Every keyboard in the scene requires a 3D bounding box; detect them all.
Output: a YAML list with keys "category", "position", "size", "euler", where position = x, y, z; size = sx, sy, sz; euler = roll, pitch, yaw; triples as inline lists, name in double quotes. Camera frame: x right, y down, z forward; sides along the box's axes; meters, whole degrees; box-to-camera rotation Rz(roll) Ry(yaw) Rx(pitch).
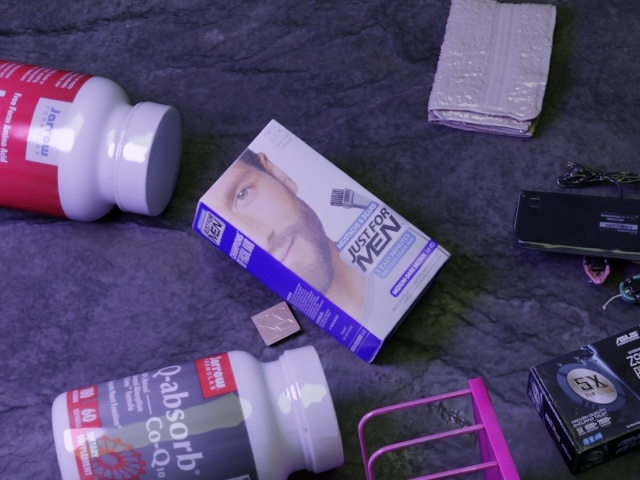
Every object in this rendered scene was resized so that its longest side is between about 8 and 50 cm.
- category: "keyboard"
  position: [0.459, -0.041, 2.149]
  size: [0.317, 0.033, 0.201]
  euler: [6, 47, 11]

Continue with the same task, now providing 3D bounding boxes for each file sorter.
- category: "file sorter"
  position: [0.166, 0.361, 1.778]
  size: [0.182, 0.202, 0.291]
  euler: [-14, 37, -1]

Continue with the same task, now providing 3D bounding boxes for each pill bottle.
- category: "pill bottle"
  position: [-0.434, -0.156, 2.185]
  size: [0.407, 0.229, 0.229]
  euler: [10, 58, 10]
- category: "pill bottle"
  position: [-0.165, 0.267, 1.902]
  size: [0.363, 0.210, 0.210]
  euler: [-14, 57, -6]

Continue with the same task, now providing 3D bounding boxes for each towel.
- category: "towel"
  position: [0.288, -0.297, 2.341]
  size: [0.187, 0.049, 0.282]
  euler: [8, 57, 8]

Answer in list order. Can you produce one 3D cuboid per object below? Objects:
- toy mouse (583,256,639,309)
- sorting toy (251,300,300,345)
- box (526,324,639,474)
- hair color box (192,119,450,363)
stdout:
- category: "toy mouse"
  position: [0.448, 0.054, 2.109]
  size: [0.161, 0.031, 0.143]
  euler: [18, 59, 15]
- category: "sorting toy"
  position: [-0.055, 0.120, 2.108]
  size: [0.083, 0.012, 0.062]
  euler: [-26, 54, -9]
- category: "box"
  position: [0.404, 0.223, 1.973]
  size: [0.180, 0.077, 0.147]
  euler: [-19, 57, -9]
- category: "hair color box"
  position: [0.000, 0.000, 2.076]
  size: [0.339, 0.110, 0.185]
  euler: [37, 65, 7]
